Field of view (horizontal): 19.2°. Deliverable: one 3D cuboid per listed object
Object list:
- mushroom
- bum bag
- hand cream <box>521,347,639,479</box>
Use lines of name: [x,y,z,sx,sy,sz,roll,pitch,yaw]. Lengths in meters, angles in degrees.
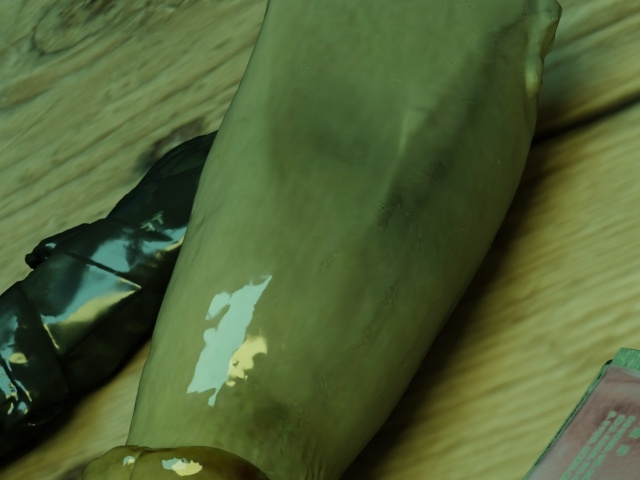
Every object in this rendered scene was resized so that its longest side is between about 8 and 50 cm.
mushroom: [0.009,0.000,0.903,0.154,0.137,0.407,15,57,4]
bum bag: [-0.141,0.037,1.078,0.310,0.074,0.137,-45,21,-7]
hand cream: [0.073,0.147,0.741,0.079,0.050,0.275,26,63,30]
